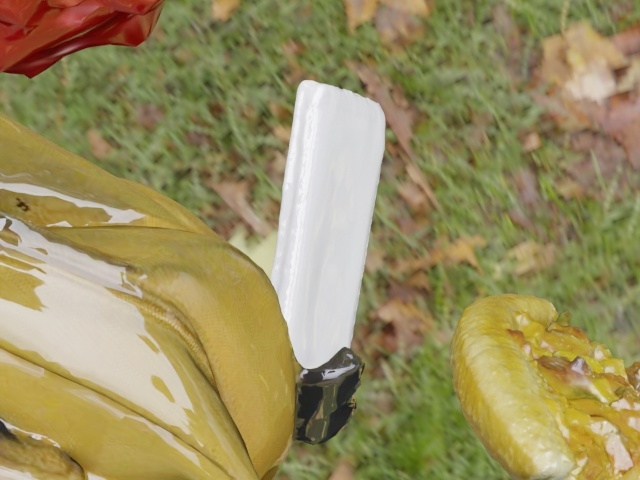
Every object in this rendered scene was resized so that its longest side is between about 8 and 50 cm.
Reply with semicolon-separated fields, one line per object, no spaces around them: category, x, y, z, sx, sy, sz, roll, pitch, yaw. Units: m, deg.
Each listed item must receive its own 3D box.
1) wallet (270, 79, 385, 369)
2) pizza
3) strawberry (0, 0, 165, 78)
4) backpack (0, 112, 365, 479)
wallet;0.000;0.000;1.138;0.031;0.124;0.183;10;90;20
pizza;0.172;0.113;1.491;0.258;0.268;0.087;43;110;38
strawberry;-0.100;-0.151;0.352;0.257;0.261;0.261;-9;69;-12
backpack;-0.178;0.060;0.880;0.378;0.353;0.201;18;61;6
